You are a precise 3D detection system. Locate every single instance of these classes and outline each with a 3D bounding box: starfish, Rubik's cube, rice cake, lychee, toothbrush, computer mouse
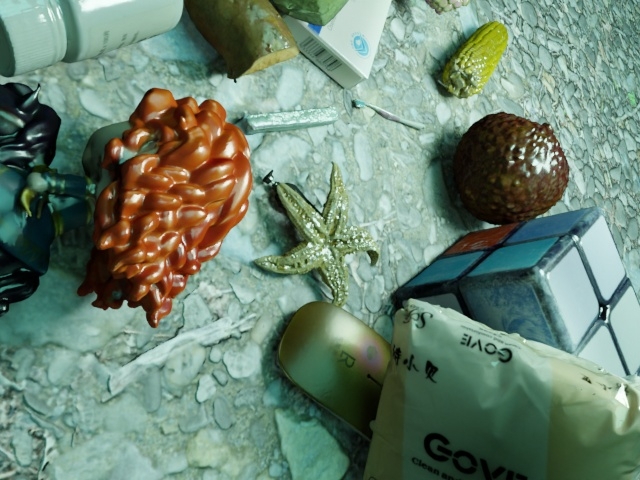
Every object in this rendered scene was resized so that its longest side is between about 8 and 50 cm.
[{"bbox_3d":[0.000,0.000,0.927,0.236,0.062,0.276,1,93,-26],"label":"starfish"},{"bbox_3d":[0.392,0.150,1.051,0.316,0.319,0.313,-31,99,-41],"label":"Rubik's cube"},{"bbox_3d":[-0.049,-0.214,0.970,0.208,0.033,0.033,-17,92,-40],"label":"rice cake"},{"bbox_3d":[0.411,-0.156,1.199,0.261,0.261,0.260,11,73,-37],"label":"lychee"},{"bbox_3d":[0.149,-0.264,1.153,0.204,0.017,0.022,9,63,-37],"label":"toothbrush"},{"bbox_3d":[0.059,0.230,0.924,0.310,0.072,0.158,43,58,-24],"label":"computer mouse"}]

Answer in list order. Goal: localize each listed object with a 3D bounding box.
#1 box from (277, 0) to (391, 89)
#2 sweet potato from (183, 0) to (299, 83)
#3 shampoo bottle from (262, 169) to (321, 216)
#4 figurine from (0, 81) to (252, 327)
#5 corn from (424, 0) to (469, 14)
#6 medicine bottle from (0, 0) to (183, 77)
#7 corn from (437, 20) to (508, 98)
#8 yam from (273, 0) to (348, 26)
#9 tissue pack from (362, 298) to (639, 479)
[{"bbox_3d":[0.044,-0.494,1.092,0.200,0.065,0.343,32,61,-29],"label":"box"},{"bbox_3d":[-0.170,-0.412,0.861,0.131,0.131,0.336,-38,100,-38],"label":"sweet potato"},{"bbox_3d":[-0.043,-0.065,0.940,0.137,0.027,0.048,41,66,-24],"label":"shampoo bottle"},{"bbox_3d":[-0.287,-0.057,0.641,0.412,0.241,0.306,7,50,-20],"label":"figurine"},{"bbox_3d":[0.190,-0.605,1.122,0.335,0.127,0.126,31,61,-33],"label":"corn"},{"bbox_3d":[-0.315,-0.309,0.706,0.252,0.145,0.144,-41,105,-40],"label":"medicine bottle"},{"bbox_3d":[0.383,-0.445,1.336,0.106,0.106,0.305,51,49,-17],"label":"corn"},{"bbox_3d":[-0.044,-0.508,0.905,0.202,0.202,0.271,-36,76,2],"label":"yam"},{"bbox_3d":[0.264,0.302,0.824,0.195,0.376,0.389,-31,130,-63],"label":"tissue pack"}]
